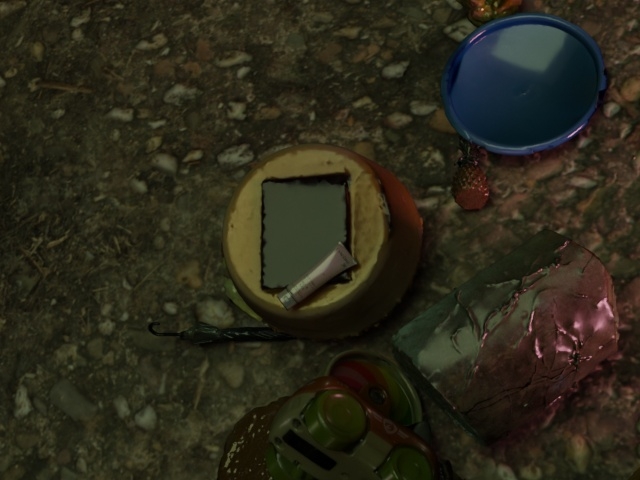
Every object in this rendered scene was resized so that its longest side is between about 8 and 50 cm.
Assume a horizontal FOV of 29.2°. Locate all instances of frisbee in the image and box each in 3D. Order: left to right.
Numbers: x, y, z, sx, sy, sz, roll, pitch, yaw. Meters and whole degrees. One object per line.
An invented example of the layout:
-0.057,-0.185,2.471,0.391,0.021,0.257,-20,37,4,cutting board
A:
0.296,-0.225,1.796,0.242,0.045,0.242,-7,62,13,frisbee

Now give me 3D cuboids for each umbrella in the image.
-0.130,0.142,1.828,0.269,0.044,0.044,2,40,17,umbrella

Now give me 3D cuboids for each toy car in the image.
0.062,0.243,1.597,0.145,0.235,0.235,-49,45,42,toy car

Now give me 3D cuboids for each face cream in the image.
-0.006,0.049,1.632,0.115,0.020,0.038,-37,79,1,face cream

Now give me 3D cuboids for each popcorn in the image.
0.256,-0.379,1.876,0.097,0.089,0.109,-36,51,-9,popcorn

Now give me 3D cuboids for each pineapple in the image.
0.217,-0.105,1.779,0.058,0.058,0.124,-12,47,20,pineapple

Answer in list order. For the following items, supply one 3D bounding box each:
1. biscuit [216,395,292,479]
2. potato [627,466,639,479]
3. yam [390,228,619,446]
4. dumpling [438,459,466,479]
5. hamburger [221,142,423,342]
-0.041,0.317,1.684,0.226,0.042,0.226,-12,59,20,biscuit
0.382,0.350,1.318,0.397,0.296,0.290,-31,54,7,potato
0.248,0.122,1.564,0.271,0.202,0.201,-42,76,-1,yam
0.209,0.352,1.427,0.086,0.166,0.332,-21,38,-1,dumpling
0.000,0.000,1.748,0.302,0.170,0.302,-4,73,15,hamburger
